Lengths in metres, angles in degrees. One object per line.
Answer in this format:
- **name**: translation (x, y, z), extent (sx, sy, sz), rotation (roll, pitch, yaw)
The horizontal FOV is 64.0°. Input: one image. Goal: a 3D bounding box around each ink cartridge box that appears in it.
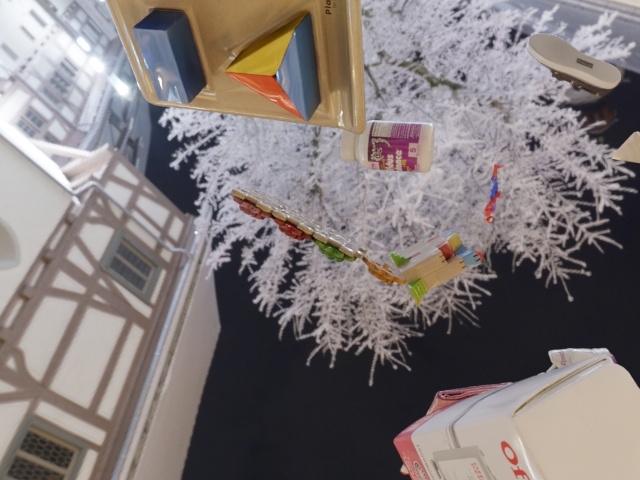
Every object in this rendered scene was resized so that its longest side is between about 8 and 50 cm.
- **ink cartridge box**: translation (0.205, 0.250, 0.493), extent (0.117, 0.283, 0.207), rotation (-20, -109, -20)

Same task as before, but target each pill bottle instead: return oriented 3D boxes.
- **pill bottle**: translation (0.227, -0.321, 1.740), extent (0.302, 0.169, 0.169), rotation (6, -127, 16)

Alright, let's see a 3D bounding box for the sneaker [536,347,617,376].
- **sneaker**: translation (0.523, 0.352, 1.100), extent (0.152, 0.305, 0.114), rotation (4, -156, 9)

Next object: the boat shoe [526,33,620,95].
- **boat shoe**: translation (0.591, -0.413, 1.222), extent (0.229, 0.076, 0.080), rotation (25, -109, 6)

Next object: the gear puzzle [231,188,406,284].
- **gear puzzle**: translation (0.000, 0.000, 0.929), extent (0.044, 0.339, 0.175), rotation (-63, 174, 8)

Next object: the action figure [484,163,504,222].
- **action figure**: translation (0.338, -0.089, 0.996), extent (0.030, 0.115, 0.038), rotation (14, -164, 15)

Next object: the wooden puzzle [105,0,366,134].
- **wooden puzzle**: translation (-0.123, -0.259, 0.544), extent (0.348, 0.322, 0.080), rotation (15, -128, 20)

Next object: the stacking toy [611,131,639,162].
- **stacking toy**: translation (0.854, -0.230, 1.203), extent (0.130, 0.309, 0.279), rotation (-17, -133, -41)

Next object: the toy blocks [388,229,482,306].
- **toy blocks**: translation (0.394, 0.063, 1.764), extent (0.261, 0.190, 0.381), rotation (-28, -173, 4)

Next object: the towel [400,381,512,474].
- **towel**: translation (0.359, 0.506, 1.354), extent (0.237, 0.329, 0.037), rotation (0, -145, -20)
